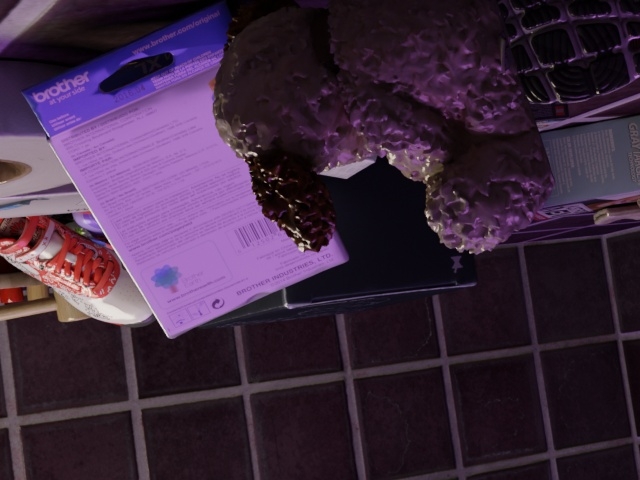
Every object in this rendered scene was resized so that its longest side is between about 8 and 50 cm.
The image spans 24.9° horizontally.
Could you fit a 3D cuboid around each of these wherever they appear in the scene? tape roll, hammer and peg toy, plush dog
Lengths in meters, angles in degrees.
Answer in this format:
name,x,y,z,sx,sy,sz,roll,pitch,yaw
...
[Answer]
name,x,y,z,sx,sy,sz,roll,pitch,yaw
tape roll,-0.380,-0.090,1.363,0.392,0.072,0.392,-7,175,-1
hammer and peg toy,-0.491,0.057,2.228,0.266,0.127,0.361,-5,-177,-26
plush dog,0.027,-0.119,1.065,0.225,0.262,0.210,-19,139,11

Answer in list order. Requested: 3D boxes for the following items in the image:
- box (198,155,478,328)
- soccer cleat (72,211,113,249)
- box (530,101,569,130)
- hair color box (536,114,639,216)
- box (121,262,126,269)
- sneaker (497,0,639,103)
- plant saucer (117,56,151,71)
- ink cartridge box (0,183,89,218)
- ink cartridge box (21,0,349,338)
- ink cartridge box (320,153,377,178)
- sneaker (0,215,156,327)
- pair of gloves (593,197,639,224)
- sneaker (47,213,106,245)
name,x,y,z,sx,sy,sz,roll,pitch,yaw
box,0.000,0.000,2.121,0.293,0.212,0.395,-5,175,-23
soccer cleat,-0.269,-0.021,1.944,0.083,0.095,0.248,7,-174,8
box,0.186,-0.147,1.766,0.207,0.036,0.114,-6,174,-19
hair color box,0.431,-0.110,2.117,0.374,0.114,0.185,-10,174,16
box,-0.115,-0.068,1.457,0.168,0.167,0.203,-6,175,-16
sneaker,0.178,-0.175,1.288,0.279,0.107,0.118,-8,-166,32
plant saucer,-0.161,-0.155,1.282,0.083,0.015,0.083,-9,175,-1
ink cartridge box,-0.367,-0.060,1.731,0.296,0.066,0.261,-5,174,-28
ink cartridge box,-0.111,-0.063,1.248,0.185,0.065,0.311,-24,134,2
ink cartridge box,-0.030,-0.121,1.818,0.179,0.045,0.145,12,171,-12
sneaker,-0.334,0.024,1.861,0.270,0.090,0.145,28,174,20
pair of gloves,0.531,-0.047,2.106,0.204,0.042,0.240,-7,176,-16
sneaker,-0.362,-0.028,2.168,0.188,0.067,0.078,-3,152,-30
